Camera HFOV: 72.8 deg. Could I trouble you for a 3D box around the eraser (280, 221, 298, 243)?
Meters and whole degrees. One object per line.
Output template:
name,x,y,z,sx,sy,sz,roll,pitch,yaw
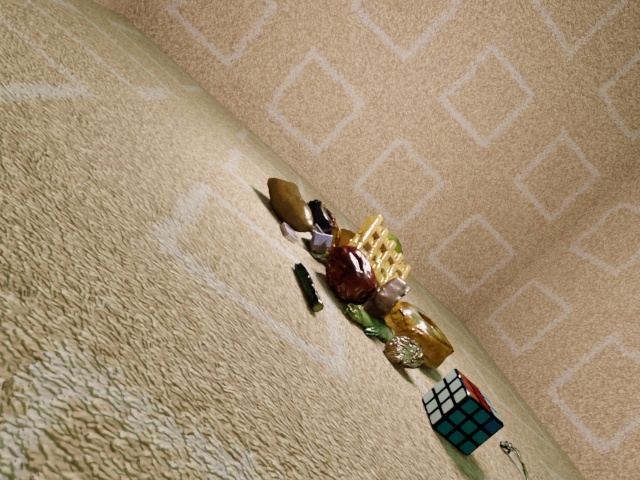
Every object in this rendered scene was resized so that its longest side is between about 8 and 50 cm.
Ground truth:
eraser,-0.130,-0.032,1.801,0.065,0.026,0.105,41,11,-30

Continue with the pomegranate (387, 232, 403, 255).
pomegranate,0.264,0.074,2.336,0.340,0.285,0.285,19,-4,34

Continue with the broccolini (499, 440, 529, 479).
broccolini,0.754,0.843,1.662,0.054,0.052,0.194,36,13,-18

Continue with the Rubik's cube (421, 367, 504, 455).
Rubik's cube,0.446,0.541,1.380,0.160,0.162,0.163,41,10,-9

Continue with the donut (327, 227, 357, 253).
donut,0.152,0.056,2.065,0.277,0.109,0.277,25,-16,8

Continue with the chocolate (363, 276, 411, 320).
chocolate,0.250,0.227,1.690,0.093,0.148,0.214,43,-30,11

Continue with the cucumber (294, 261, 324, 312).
cucumber,-0.040,0.145,1.417,0.044,0.043,0.257,43,9,-33

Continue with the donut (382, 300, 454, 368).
donut,0.426,0.397,1.866,0.330,0.160,0.330,37,19,-15

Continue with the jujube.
jujube,0.117,0.129,1.674,0.183,0.183,0.243,31,17,-49

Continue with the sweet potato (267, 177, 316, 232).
sweet potato,-0.132,-0.145,1.934,0.157,0.157,0.370,32,23,-47

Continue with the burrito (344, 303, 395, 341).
burrito,0.194,0.319,1.601,0.288,0.054,0.104,38,14,-34

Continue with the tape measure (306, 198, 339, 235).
tape measure,0.007,-0.113,2.317,0.202,0.135,0.223,46,12,-43

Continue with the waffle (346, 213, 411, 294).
waffle,0.260,0.096,1.905,0.348,0.077,0.304,56,41,-16

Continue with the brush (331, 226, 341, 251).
brush,0.069,0.024,1.858,0.314,0.017,0.090,95,-18,-63

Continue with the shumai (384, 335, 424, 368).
shumai,0.302,0.412,1.559,0.105,0.139,0.123,75,17,-45

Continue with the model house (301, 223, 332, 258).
model house,0.000,0.000,1.894,0.117,0.088,0.167,12,26,-27
